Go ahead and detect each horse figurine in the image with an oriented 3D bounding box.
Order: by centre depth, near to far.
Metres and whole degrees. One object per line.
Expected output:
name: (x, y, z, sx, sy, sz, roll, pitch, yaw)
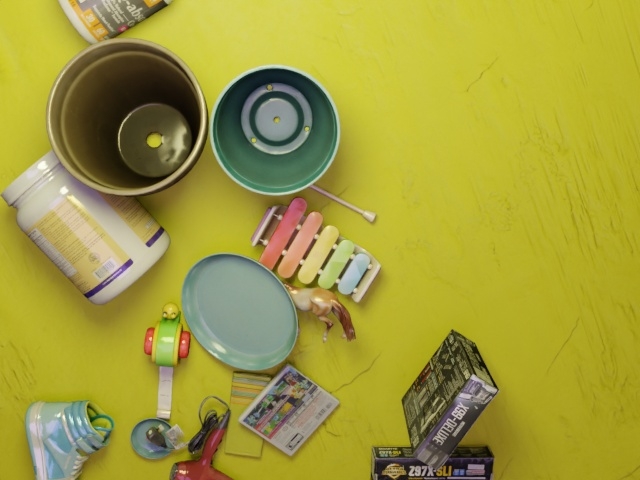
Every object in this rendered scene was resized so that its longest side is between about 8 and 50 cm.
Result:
horse figurine: (-0.027, 0.167, 1.883, 0.263, 0.066, 0.174, 9, 126, 26)

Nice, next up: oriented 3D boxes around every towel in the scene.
towel: (-0.192, 0.457, 2.036, 0.102, 0.021, 0.237, 8, 106, 1)

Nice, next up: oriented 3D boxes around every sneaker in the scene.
sneaker: (-0.619, 0.554, 1.986, 0.208, 0.127, 0.319, -9, 106, 1)

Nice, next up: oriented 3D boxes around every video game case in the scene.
video game case: (-0.082, 0.442, 2.018, 0.183, 0.023, 0.201, 39, 98, -19)

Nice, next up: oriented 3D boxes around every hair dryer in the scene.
hair dryer: (-0.297, 0.565, 2.013, 0.223, 0.080, 0.294, -26, 113, 2)

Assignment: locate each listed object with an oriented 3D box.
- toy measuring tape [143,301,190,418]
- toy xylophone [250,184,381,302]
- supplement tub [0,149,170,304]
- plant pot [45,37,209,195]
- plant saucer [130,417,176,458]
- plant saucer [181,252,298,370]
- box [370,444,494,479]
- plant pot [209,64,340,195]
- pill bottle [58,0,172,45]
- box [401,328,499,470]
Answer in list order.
toy measuring tape: (-0.388, 0.316, 1.938, 0.121, 0.121, 0.330, 7, 105, -4)
toy xylophone: (0.000, 0.000, 1.888, 0.322, 0.081, 0.236, 21, 103, -8)
supplement tub: (-0.533, -0.043, 1.768, 0.241, 0.241, 0.331, -38, 103, 7)
plant pot: (-0.390, -0.242, 1.680, 0.323, 0.280, 0.323, 0, 87, -1)
plant saucer: (-0.438, 0.517, 2.037, 0.119, 0.021, 0.119, -1, 106, -3)
plant saucer: (-0.192, 0.169, 1.889, 0.317, 0.044, 0.318, 10, 116, 21)
box: (0.296, 0.682, 2.089, 0.322, 0.079, 0.257, 0, 103, -3)
plant pot: (-0.098, -0.260, 1.723, 0.271, 0.255, 0.272, -1, 106, -2)
pill bottle: (-0.417, -0.556, 1.677, 0.278, 0.162, 0.162, -29, 104, 5)
box: (0.305, 0.378, 1.886, 0.076, 0.307, 0.242, 32, 101, -7)
